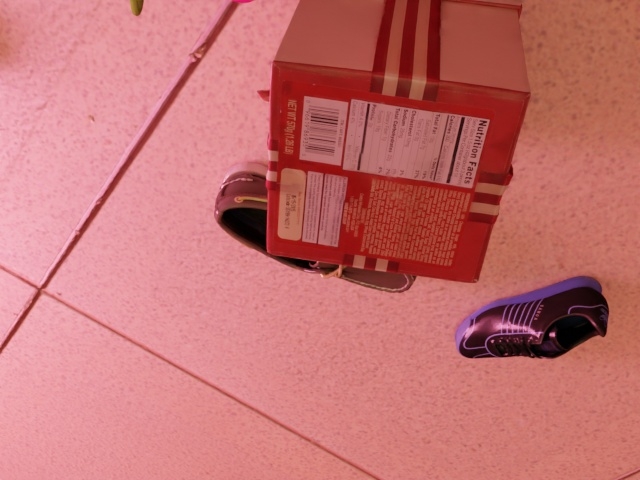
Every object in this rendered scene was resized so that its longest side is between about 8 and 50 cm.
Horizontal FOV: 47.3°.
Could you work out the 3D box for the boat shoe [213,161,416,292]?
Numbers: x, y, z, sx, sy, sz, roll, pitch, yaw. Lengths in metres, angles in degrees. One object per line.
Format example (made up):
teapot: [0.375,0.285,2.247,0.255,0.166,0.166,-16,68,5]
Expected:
boat shoe: [-0.002,0.003,0.991,0.305,0.091,0.109,26,129,-11]

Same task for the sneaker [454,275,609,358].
sneaker: [0.293,0.130,1.039,0.232,0.090,0.081,-29,118,30]

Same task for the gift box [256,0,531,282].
gift box: [0.058,-0.142,0.751,0.276,0.258,0.255,13,130,2]

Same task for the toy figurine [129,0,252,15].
toy figurine: [-0.112,-0.316,0.761,0.159,0.130,0.173,3,106,-9]
